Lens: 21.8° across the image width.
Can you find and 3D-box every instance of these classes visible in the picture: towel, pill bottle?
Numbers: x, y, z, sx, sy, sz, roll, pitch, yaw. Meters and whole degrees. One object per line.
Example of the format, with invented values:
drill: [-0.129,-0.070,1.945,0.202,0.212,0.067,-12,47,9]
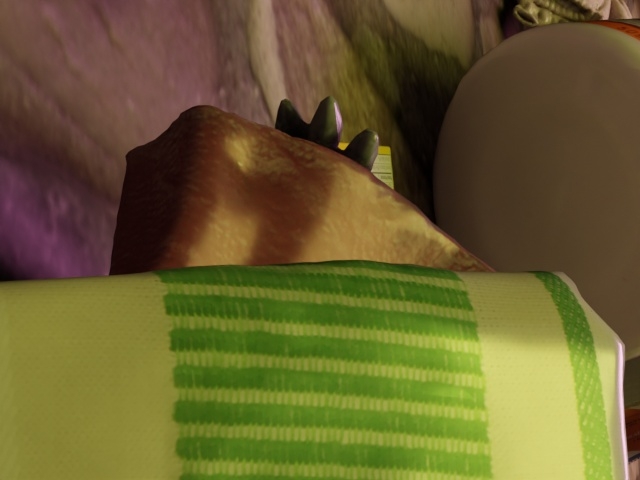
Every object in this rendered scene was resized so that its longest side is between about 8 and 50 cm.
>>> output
towel: [-0.065,0.131,0.353,0.324,0.038,0.248,-4,88,-25]
pill bottle: [0.287,-0.049,1.173,0.392,0.224,0.224,-10,95,-42]

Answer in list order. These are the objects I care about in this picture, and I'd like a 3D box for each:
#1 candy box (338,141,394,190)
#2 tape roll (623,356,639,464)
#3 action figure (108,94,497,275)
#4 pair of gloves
candy box: [0.000,0.000,0.871,0.206,0.027,0.105,-3,91,-70]
tape roll: [0.255,0.187,1.245,0.072,0.219,0.219,64,28,-45]
action figure: [-0.063,0.134,0.542,0.370,0.248,0.276,-61,-174,-37]
pair of gloves: [0.272,-0.194,1.424,0.042,0.240,0.204,-59,-176,36]
